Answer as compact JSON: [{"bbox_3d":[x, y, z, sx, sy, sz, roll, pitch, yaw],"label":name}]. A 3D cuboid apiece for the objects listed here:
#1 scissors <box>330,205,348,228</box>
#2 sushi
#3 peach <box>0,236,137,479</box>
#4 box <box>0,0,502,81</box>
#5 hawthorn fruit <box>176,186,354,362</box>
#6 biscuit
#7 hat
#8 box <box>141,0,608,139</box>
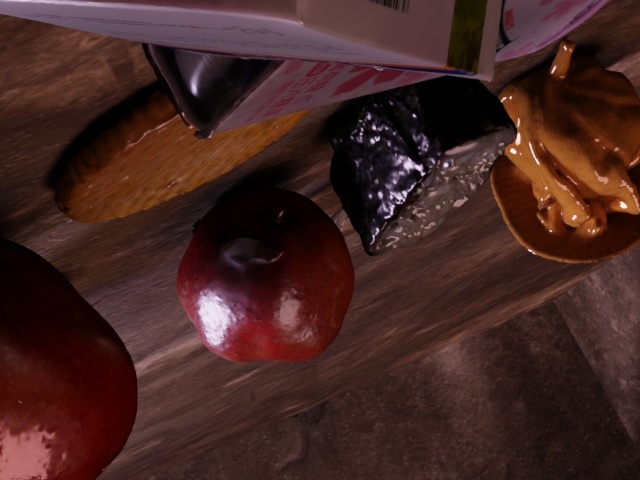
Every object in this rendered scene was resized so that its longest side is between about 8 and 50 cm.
[{"bbox_3d":[0.000,0.000,2.072,0.300,0.022,0.109,-46,155,4],"label":"scissors"},{"bbox_3d":[0.090,-0.089,1.813,0.124,0.127,0.225,-21,159,-32],"label":"sushi"},{"bbox_3d":[-0.269,0.117,1.542,0.245,0.248,0.274,13,164,-9],"label":"peach"},{"bbox_3d":[-0.038,-0.154,1.014,0.200,0.106,0.299,7,-178,22],"label":"box"},{"bbox_3d":[-0.053,0.025,1.908,0.185,0.185,0.202,-24,151,-20],"label":"hawthorn fruit"},{"bbox_3d":[-0.108,-0.087,1.573,0.254,0.035,0.254,-27,170,-5],"label":"biscuit"},{"bbox_3d":[0.286,-0.145,2.084,0.244,0.233,0.233,-37,145,-16],"label":"hat"},{"bbox_3d":[0.062,-0.182,1.366,0.370,0.112,0.190,-19,165,-42],"label":"box"}]
